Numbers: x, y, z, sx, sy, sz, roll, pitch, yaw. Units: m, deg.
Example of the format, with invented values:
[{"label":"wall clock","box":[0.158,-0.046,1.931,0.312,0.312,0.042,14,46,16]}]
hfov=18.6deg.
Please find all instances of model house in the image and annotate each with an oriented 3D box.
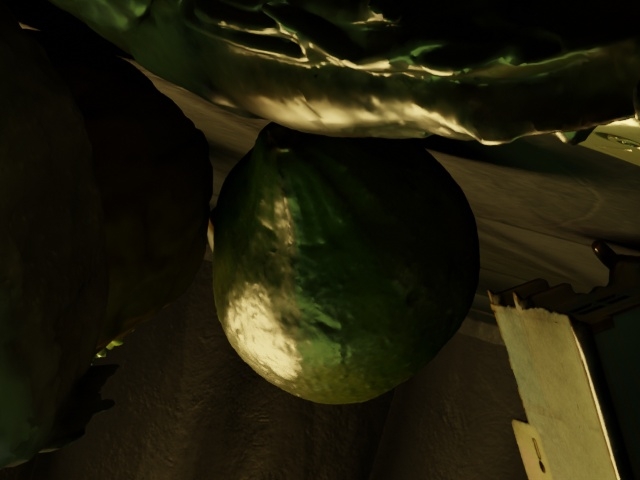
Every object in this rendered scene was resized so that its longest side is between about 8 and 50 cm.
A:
[{"label":"model house","box":[0.236,0.114,1.096,0.206,0.271,0.178,-20,-176,-13]}]

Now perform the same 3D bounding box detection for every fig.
[{"label":"fig","box":[0.000,0.000,0.837,0.123,0.123,0.156,15,165,29]}]

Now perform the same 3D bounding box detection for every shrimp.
[{"label":"shrimp","box":[-0.015,-0.061,0.440,0.223,0.047,0.126,16,167,48]}]

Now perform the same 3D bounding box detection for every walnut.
[{"label":"walnut","box":[-0.139,-0.009,0.833,0.184,0.155,0.155,-26,-154,-37]}]

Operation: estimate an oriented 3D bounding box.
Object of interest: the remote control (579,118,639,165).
[{"label":"remote control","box":[0.107,-0.026,0.478,0.122,0.032,0.074,20,175,-36]}]

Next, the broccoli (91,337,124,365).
[{"label":"broccoli","box":[-0.256,-0.001,1.243,0.288,0.259,0.235,13,140,4]}]

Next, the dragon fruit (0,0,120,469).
[{"label":"dragon fruit","box":[-0.209,-0.037,0.635,0.283,0.203,0.221,-5,-160,13]}]

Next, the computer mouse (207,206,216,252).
[{"label":"computer mouse","box":[-0.001,0.015,1.582,0.158,0.071,0.310,15,177,9]}]
